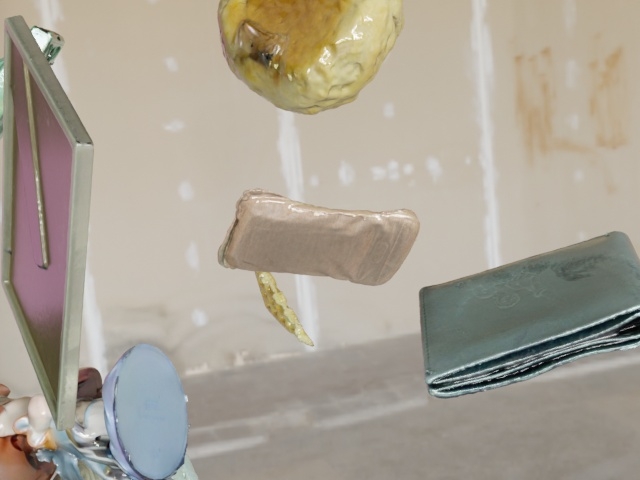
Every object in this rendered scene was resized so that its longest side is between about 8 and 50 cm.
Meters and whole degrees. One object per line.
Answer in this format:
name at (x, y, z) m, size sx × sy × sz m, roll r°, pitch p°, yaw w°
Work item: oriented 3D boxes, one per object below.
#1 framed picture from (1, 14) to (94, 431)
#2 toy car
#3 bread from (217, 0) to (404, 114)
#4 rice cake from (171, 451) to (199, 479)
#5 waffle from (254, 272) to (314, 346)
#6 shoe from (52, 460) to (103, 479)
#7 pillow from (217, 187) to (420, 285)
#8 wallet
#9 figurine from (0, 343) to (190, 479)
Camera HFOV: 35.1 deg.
framed picture at (-0.264, -0.014, 0.951) m, size 0.020 × 0.324 × 0.240 m, roll -8°, pitch 38°, yaw -28°
toy car at (-0.567, -0.240, 1.775) m, size 0.097 × 0.321 × 0.141 m, roll 36°, pitch 4°, yaw -9°
bread at (-0.005, -0.255, 1.192) m, size 0.244 × 0.245 × 0.134 m, roll 0°, pitch -16°, yaw 31°
rice cake at (-0.277, 0.342, 1.819) m, size 0.042 × 0.245 × 0.045 m, roll -34°, pitch -28°, yaw 15°
waffle at (-0.074, 0.126, 2.036) m, size 0.032 × 0.125 × 0.191 m, roll -24°, pitch 29°, yaw -19°
shoe at (-0.345, 0.511, 1.580) m, size 0.124 × 0.316 × 0.159 m, roll -15°, pitch -28°, yaw 26°
pillow at (0.000, 0.002, 1.097) m, size 0.211 × 0.135 × 0.034 m, roll 7°, pitch 47°, yaw -17°
wallet at (0.262, 0.082, 1.239) m, size 0.290 × 0.054 × 0.251 m, roll -18°, pitch 18°, yaw 12°
figurine at (-0.387, 0.299, 1.405) m, size 0.388 × 0.248 × 0.276 m, roll -12°, pitch -21°, yaw 19°
